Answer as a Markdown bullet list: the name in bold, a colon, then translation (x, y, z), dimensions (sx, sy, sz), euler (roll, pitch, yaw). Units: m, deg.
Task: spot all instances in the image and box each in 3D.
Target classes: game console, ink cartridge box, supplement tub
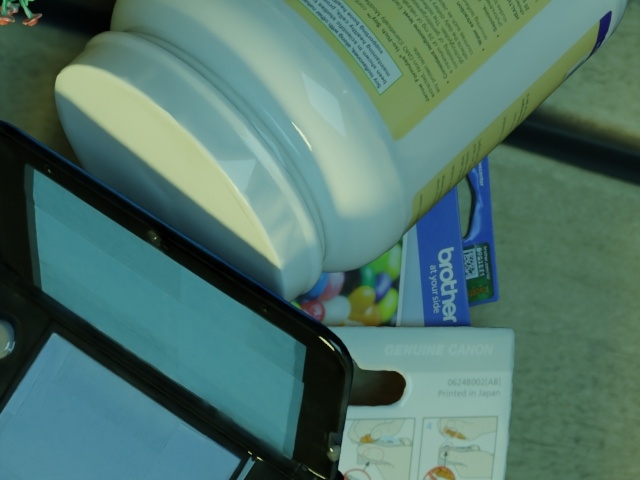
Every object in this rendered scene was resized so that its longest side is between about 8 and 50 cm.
- **game console**: translation (-0.142, 0.108, 1.197), dimensions (0.293, 0.173, 0.250), euler (32, 88, 19)
- **ink cartridge box**: translation (0.000, 0.000, 1.377), dimensions (0.311, 0.065, 0.186), euler (-13, 107, -22)
- **supplement tub**: translation (0.016, -0.131, 1.219), dimensions (0.331, 0.241, 0.241), euler (-43, 115, -23)
- **ink cartridge box**: translation (-0.020, 0.245, 1.410), dimensions (0.308, 0.091, 0.385), euler (1, 99, -25)

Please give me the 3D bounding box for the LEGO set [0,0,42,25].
- **LEGO set**: translation (-0.262, -0.148, 1.189), dimensions (0.287, 0.132, 0.107), euler (-8, 112, 1)
